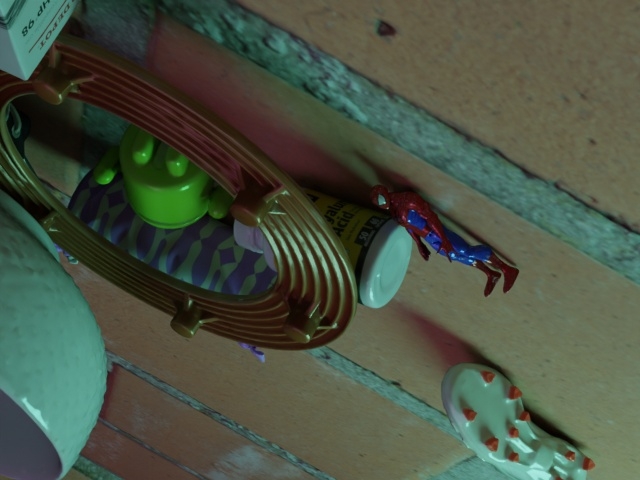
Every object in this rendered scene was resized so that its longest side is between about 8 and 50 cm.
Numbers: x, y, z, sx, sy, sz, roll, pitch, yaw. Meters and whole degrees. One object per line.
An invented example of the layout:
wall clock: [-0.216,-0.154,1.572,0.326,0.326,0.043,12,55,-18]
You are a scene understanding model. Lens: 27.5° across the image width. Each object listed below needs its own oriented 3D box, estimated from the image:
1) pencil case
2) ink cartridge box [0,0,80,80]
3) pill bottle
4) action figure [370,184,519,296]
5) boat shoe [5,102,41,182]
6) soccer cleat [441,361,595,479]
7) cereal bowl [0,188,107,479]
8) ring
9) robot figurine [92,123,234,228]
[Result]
pencil case: [-0.118,0.014,1.073,0.206,0.088,0.086,24,160,10]
ink cartridge box: [-0.165,-0.162,0.703,0.060,0.104,0.180,25,159,8]
pill bottle: [0.000,0.000,0.918,0.116,0.065,0.065,19,157,24]
action figure: [0.078,-0.001,0.870,0.115,0.030,0.038,38,163,-16]
boat shoe: [-0.278,-0.084,1.054,0.302,0.091,0.114,90,159,-62]
soccer cleat: [0.152,0.163,1.101,0.196,0.068,0.076,40,160,-34]
cereal bowl: [-0.298,0.031,0.967,0.339,0.141,0.339,23,153,13]
ring: [-0.129,-0.020,0.895,0.336,0.032,0.336,24,153,13]
robot figurine: [-0.108,-0.050,0.937,0.101,0.067,0.115,14,157,2]
